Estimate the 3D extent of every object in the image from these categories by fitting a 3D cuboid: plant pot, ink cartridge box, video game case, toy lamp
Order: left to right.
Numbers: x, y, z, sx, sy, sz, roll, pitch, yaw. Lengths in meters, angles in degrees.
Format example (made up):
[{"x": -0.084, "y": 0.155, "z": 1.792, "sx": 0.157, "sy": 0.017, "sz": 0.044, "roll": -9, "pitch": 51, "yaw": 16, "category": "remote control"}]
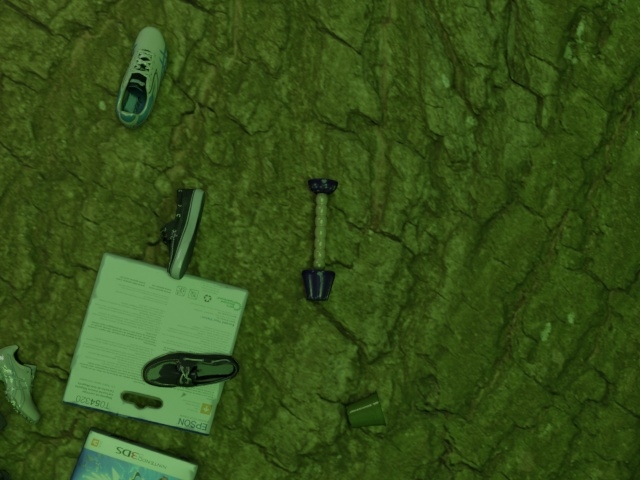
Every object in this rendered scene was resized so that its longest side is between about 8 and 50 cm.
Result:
[{"x": -0.420, "y": 0.562, "z": 1.719, "sx": 0.244, "sy": 0.061, "sz": 0.269, "roll": 21, "pitch": 81, "yaw": -9, "category": "video game case"}, {"x": -0.354, "y": 0.223, "z": 1.762, "sx": 0.324, "sy": 0.071, "sz": 0.330, "roll": 16, "pitch": 85, "yaw": -12, "category": "ink cartridge box"}, {"x": 0.000, "y": 0.000, "z": 1.860, "sx": 0.080, "sy": 0.080, "sz": 0.275, "roll": 6, "pitch": 82, "yaw": -12, "category": "toy lamp"}, {"x": 0.101, "y": 0.391, "z": 1.851, "sx": 0.079, "sy": 0.083, "sz": 0.083, "roll": -15, "pitch": 88, "yaw": -2, "category": "plant pot"}]

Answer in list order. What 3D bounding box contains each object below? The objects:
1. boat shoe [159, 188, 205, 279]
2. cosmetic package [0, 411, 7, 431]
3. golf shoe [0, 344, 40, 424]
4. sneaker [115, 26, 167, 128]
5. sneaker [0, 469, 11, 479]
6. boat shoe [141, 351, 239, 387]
[{"x": -0.309, "y": -0.021, "z": 1.765, "sx": 0.076, "sy": 0.080, "sz": 0.228, "roll": 10, "pitch": 61, "yaw": -1, "category": "boat shoe"}, {"x": -0.744, "y": 0.338, "z": 1.616, "sx": 0.151, "sy": 0.151, "sz": 0.184, "roll": -29, "pitch": 92, "yaw": -13, "category": "cosmetic package"}, {"x": -0.621, "y": 0.298, "z": 1.695, "sx": 0.086, "sy": 0.069, "sz": 0.176, "roll": -34, "pitch": 94, "yaw": -20, "category": "golf shoe"}, {"x": -0.391, "y": -0.363, "z": 1.796, "sx": 0.085, "sy": 0.086, "sz": 0.237, "roll": 13, "pitch": 81, "yaw": -10, "category": "sneaker"}, {"x": -0.714, "y": 0.515, "z": 1.638, "sx": 0.268, "sy": 0.101, "sz": 0.153, "roll": 36, "pitch": 78, "yaw": -14, "category": "sneaker"}, {"x": -0.272, "y": 0.272, "z": 1.710, "sx": 0.206, "sy": 0.065, "sz": 0.075, "roll": -2, "pitch": 88, "yaw": -13, "category": "boat shoe"}]
